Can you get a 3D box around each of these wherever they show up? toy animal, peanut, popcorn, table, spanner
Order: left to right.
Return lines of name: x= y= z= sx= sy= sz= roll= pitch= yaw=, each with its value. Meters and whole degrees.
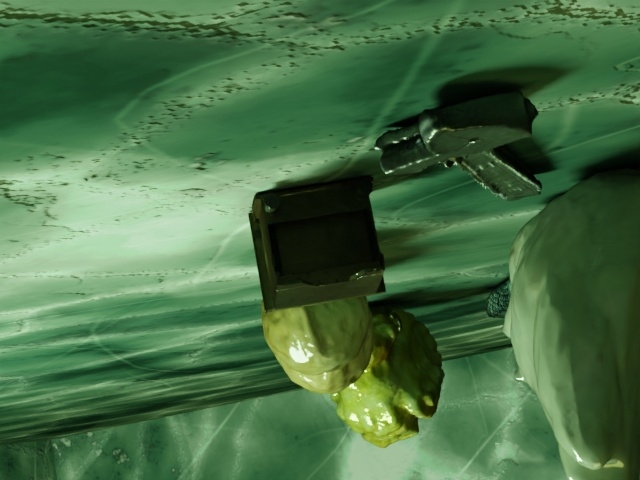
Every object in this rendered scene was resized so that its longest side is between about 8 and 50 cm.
peanut: x=0.000 y=0.075 z=1.254 sx=0.101 sy=0.117 sz=0.263 roll=-31 pitch=169 yaw=-4
table: x=0.000 y=0.000 z=0.903 sx=0.083 sy=0.070 sz=0.082 roll=-8 pitch=167 yaw=-6
popcorn: x=0.069 y=0.146 z=1.700 sx=0.173 sy=0.168 sz=0.195 roll=-3 pitch=140 yaw=41
spanner: x=0.102 y=-0.050 z=0.849 sx=0.093 sy=0.026 sz=0.325 roll=-14 pitch=172 yaw=15
toy animal: x=0.198 y=0.064 z=1.054 sx=0.188 sy=0.308 sz=0.266 roll=9 pitch=158 yaw=30

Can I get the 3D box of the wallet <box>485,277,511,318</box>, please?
wallet: x=0.321 y=0.052 z=1.613 sx=0.237 sy=0.075 sz=0.342 roll=-4 pitch=173 yaw=1
